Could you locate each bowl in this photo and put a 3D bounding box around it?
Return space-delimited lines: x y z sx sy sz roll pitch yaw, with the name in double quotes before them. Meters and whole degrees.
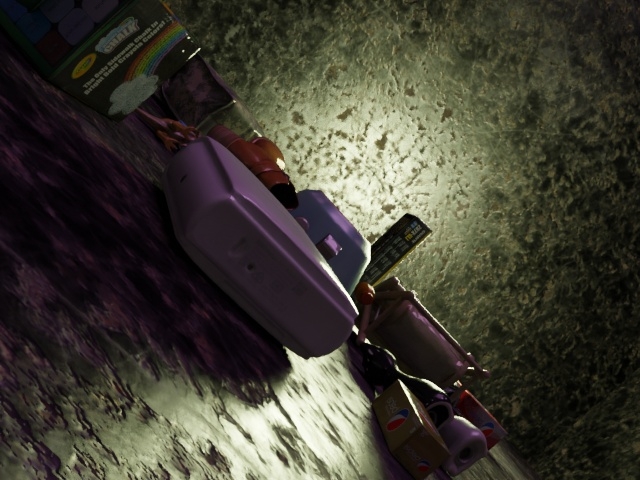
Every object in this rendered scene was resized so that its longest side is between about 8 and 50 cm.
"bowl" 0.000 0.000 1.778 0.311 0.163 0.311 48 2 -2

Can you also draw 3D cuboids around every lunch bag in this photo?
"lunch bag" -0.298 -0.351 2.000 0.287 0.169 0.235 55 3 31

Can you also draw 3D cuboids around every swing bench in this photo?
"swing bench" 0.199 0.226 1.668 0.253 0.165 0.254 47 2 -9

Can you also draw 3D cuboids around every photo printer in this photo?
"photo printer" -0.091 -0.006 1.005 0.256 0.107 0.307 47 3 -26

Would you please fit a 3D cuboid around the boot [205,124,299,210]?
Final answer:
"boot" -0.111 -0.151 1.714 0.220 0.109 0.283 42 5 26

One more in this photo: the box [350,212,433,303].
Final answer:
"box" 0.192 0.050 2.378 0.079 0.322 0.257 46 2 -5

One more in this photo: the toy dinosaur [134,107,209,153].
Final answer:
"toy dinosaur" -0.297 -0.213 1.436 0.211 0.064 0.112 30 3 -41

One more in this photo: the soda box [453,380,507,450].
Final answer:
"soda box" 0.450 0.519 2.273 0.263 0.083 0.092 45 3 -35

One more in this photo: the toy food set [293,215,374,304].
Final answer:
"toy food set" 0.005 0.057 1.555 0.232 0.111 0.104 50 2 -5

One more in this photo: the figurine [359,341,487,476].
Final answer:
"figurine" 0.169 0.281 1.315 0.215 0.092 0.209 47 -1 -36

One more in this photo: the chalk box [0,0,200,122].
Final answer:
"chalk box" -0.318 -0.311 1.025 0.179 0.180 0.289 49 2 11

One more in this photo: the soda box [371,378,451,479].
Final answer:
"soda box" 0.124 0.262 1.075 0.061 0.058 0.181 47 2 -10

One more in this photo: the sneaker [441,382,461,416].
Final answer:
"sneaker" 0.259 0.321 1.859 0.268 0.101 0.153 49 -1 -24

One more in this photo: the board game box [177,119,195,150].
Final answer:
"board game box" -0.239 -0.163 1.625 0.160 0.039 0.211 46 4 -31
